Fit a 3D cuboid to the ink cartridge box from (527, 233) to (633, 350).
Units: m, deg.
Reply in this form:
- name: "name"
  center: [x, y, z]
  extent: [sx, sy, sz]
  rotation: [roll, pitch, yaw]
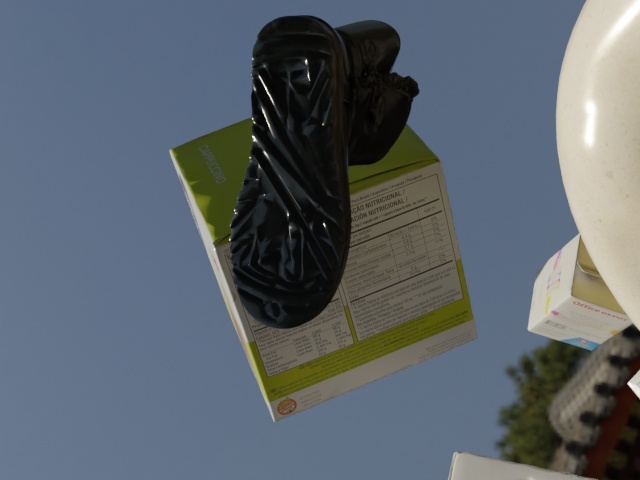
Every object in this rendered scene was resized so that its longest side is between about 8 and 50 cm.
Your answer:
- name: "ink cartridge box"
  center: [0.329, 0.061, 1.352]
  extent: [0.092, 0.143, 0.090]
  rotation: [18, -117, -8]

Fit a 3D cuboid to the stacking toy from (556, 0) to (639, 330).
- name: "stacking toy"
  center: [0.396, -0.118, 0.618]
  extent: [0.480, 0.351, 0.350]
  rotation: [-39, -56, -30]

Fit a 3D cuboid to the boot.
- name: "boot"
  center: [0.013, -0.063, 0.918]
  extent: [0.207, 0.094, 0.246]
  rotation: [-16, -70, -67]

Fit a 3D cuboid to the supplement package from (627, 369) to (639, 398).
- name: "supplement package"
  center: [0.547, 0.134, 1.344]
  extent: [0.204, 0.145, 0.262]
  rotation: [3, -50, -41]

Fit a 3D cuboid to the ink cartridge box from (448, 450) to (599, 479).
- name: "ink cartridge box"
  center: [0.324, 0.376, 1.470]
  extent: [0.306, 0.226, 0.131]
  rotation: [25, -107, -54]

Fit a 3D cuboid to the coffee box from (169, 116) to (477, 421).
- name: "coffee box"
  center: [0.000, 0.000, 1.694]
  extent: [0.338, 0.337, 0.334]
  rotation: [-21, -57, -7]
